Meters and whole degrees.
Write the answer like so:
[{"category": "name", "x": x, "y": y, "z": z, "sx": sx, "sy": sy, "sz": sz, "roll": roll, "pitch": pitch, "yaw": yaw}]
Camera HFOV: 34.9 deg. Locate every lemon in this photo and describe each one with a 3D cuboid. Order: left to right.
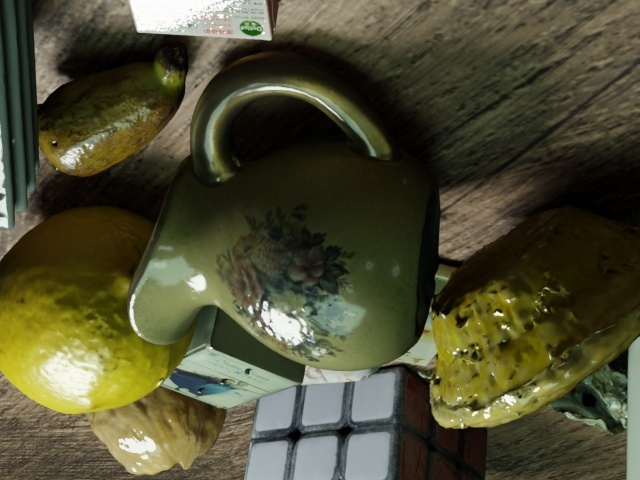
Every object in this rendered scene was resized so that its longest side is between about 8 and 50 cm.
[{"category": "lemon", "x": -0.277, "y": 0.084, "z": 1.240, "sx": 0.284, "sy": 0.260, "sz": 0.260, "roll": -31, "pitch": 134, "yaw": 30}]

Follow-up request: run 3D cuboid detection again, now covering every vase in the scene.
[{"category": "vase", "x": -0.036, "y": -0.033, "z": 1.030, "sx": 0.302, "sy": 0.241, "sz": 0.329, "roll": 6, "pitch": 119, "yaw": 14}]

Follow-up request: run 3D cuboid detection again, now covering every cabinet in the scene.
[{"category": "cabinet", "x": -0.131, "y": 0.130, "z": 1.384, "sx": 0.145, "sy": 0.150, "sz": 0.206, "roll": 26, "pitch": 147, "yaw": -29}]

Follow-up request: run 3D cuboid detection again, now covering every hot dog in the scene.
[{"category": "hot dog", "x": -0.002, "y": 0.164, "z": 1.449, "sx": 0.191, "sy": 0.059, "sz": 0.108, "roll": -6, "pitch": 134, "yaw": 34}]

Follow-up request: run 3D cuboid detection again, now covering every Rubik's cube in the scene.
[{"category": "Rubik's cube", "x": 0.072, "y": 0.410, "z": 1.673, "sx": 0.301, "sy": 0.303, "sz": 0.305, "roll": -12, "pitch": 144, "yaw": 32}]

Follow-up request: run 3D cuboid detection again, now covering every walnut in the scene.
[{"category": "walnut", "x": -0.273, "y": 0.256, "z": 1.610, "sx": 0.238, "sy": 0.204, "sz": 0.141, "roll": 4, "pitch": 137, "yaw": 8}]

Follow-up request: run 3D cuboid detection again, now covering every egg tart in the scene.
[{"category": "egg tart", "x": 0.226, "y": 0.063, "z": 1.076, "sx": 0.132, "sy": 0.341, "sz": 0.341, "roll": 53, "pitch": 140, "yaw": -4}]

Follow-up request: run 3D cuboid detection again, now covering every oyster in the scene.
[{"category": "oyster", "x": 0.349, "y": 0.168, "z": 1.342, "sx": 0.351, "sy": 0.162, "sz": 0.158, "roll": 13, "pitch": 138, "yaw": -33}]

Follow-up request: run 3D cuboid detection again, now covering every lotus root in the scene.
[{"category": "lotus root", "x": -0.197, "y": -0.128, "z": 1.001, "sx": 0.191, "sy": 0.108, "sz": 0.094, "roll": -20, "pitch": 110, "yaw": 24}]

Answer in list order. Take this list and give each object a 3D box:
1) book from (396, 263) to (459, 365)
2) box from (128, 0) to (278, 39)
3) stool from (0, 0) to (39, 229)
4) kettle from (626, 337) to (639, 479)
[{"category": "book", "x": 0.093, "y": 0.094, "z": 1.384, "sx": 0.201, "sy": 0.026, "sz": 0.289, "roll": 12, "pitch": 151, "yaw": -5}, {"category": "box", "x": -0.102, "y": -0.218, "z": 0.866, "sx": 0.125, "sy": 0.043, "sz": 0.089, "roll": 6, "pitch": 150, "yaw": 5}, {"category": "stool", "x": -0.367, "y": -0.167, "z": 0.800, "sx": 0.297, "sy": 0.297, "sz": 0.330, "roll": 14, "pitch": 145, "yaw": -9}, {"category": "kettle", "x": 0.485, "y": 0.203, "z": 1.175, "sx": 0.265, "sy": 0.318, "sz": 0.205, "roll": -4, "pitch": 148, "yaw": 20}]
